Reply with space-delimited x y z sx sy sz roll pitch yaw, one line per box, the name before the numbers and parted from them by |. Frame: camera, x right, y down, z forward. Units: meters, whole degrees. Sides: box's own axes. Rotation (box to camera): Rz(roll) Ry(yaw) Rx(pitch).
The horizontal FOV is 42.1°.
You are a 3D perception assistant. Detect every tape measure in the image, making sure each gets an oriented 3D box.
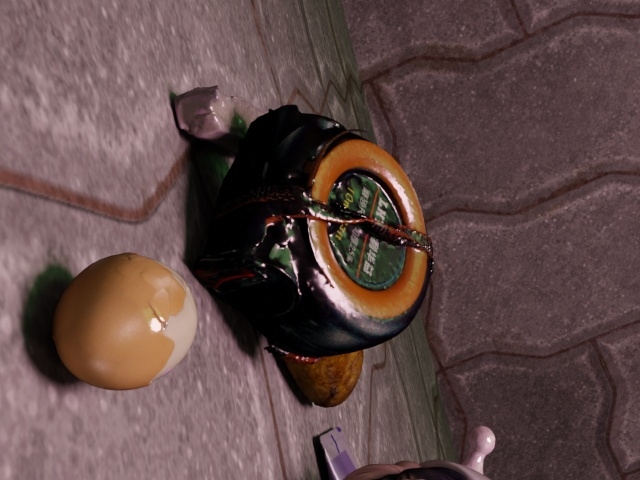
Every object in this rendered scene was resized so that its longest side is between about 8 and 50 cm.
tape measure | 0.000 0.000 0.746 0.223 0.135 0.202 37 51 -33

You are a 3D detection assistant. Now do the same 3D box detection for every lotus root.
lotus root | 0.006 0.116 0.887 0.108 0.095 0.190 -51 140 -40

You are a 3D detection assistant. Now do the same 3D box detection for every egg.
egg | -0.102 0.044 0.434 0.083 0.071 0.071 -64 140 -69

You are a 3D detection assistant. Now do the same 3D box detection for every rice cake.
rice cake | -0.077 -0.108 0.824 0.270 0.055 0.049 5 87 -80

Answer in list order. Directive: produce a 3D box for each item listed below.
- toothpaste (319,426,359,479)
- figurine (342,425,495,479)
toothpaste | 0.072 0.394 0.941 0.125 0.080 0.371 26 46 -77
figurine | 0.112 0.376 0.774 0.211 0.253 0.361 -15 88 -42
